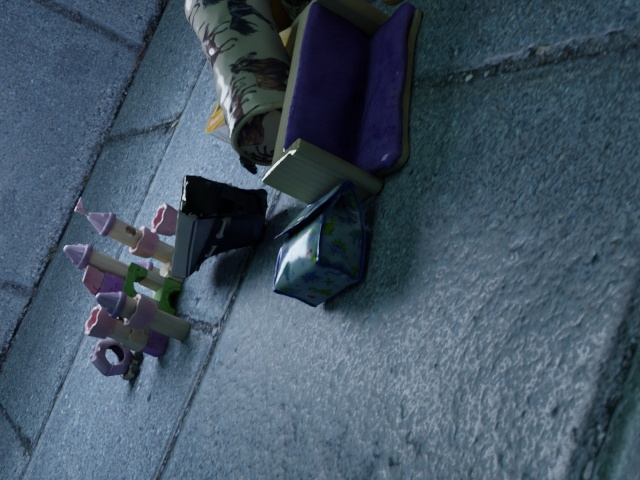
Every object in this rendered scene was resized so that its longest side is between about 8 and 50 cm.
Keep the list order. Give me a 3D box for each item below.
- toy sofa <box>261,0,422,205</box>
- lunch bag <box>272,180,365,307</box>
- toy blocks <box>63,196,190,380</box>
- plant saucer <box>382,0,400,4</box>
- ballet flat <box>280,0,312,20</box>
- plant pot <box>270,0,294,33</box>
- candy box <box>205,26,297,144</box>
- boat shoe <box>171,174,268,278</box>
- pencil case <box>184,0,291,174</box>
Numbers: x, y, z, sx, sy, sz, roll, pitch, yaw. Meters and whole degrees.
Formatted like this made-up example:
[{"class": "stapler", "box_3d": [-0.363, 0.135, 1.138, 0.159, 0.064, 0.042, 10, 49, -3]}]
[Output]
[{"class": "toy sofa", "box_3d": [0.036, -0.234, 1.542, 0.177, 0.150, 0.362, -39, 34, 47]}, {"class": "lunch bag", "box_3d": [0.000, 0.000, 1.442, 0.129, 0.096, 0.151, -32, 40, 50]}, {"class": "toy blocks", "box_3d": [-0.420, 0.088, 2.057, 0.309, 0.260, 0.288, -36, 36, 49]}, {"class": "plant saucer", "box_3d": [0.151, -0.501, 1.715, 0.200, 0.037, 0.200, -47, 29, 36]}, {"class": "ballet flat", "box_3d": [0.067, -0.612, 1.828, 0.482, 0.164, 0.182, -61, -15, 14]}, {"class": "plant pot", "box_3d": [-0.047, -0.508, 1.976, 0.032, 0.236, 0.236, 31, 97, 27]}, {"class": "candy box", "box_3d": [-0.115, -0.303, 2.020, 0.316, 0.087, 0.183, -6, 61, 64]}, {"class": "boat shoe", "box_3d": [-0.185, -0.007, 1.834, 0.340, 0.158, 0.127, 117, 159, -69]}, {"class": "pencil case", "box_3d": [-0.123, -0.309, 1.774, 0.183, 0.160, 0.410, 78, 172, -53]}]
